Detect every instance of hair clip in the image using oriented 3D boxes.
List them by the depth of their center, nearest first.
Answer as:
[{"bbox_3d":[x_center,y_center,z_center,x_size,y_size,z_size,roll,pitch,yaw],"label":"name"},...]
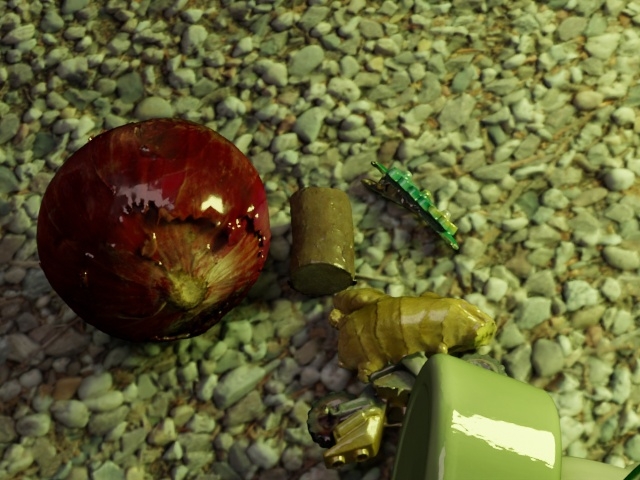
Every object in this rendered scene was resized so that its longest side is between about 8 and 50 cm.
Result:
[{"bbox_3d":[0.113,-0.049,2.065,0.049,0.049,0.173,-40,53,-12],"label":"hair clip"}]

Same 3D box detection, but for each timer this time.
[{"bbox_3d":[0.233,0.279,1.687,0.315,0.291,0.291,10,57,-4],"label":"timer"}]

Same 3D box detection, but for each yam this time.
[{"bbox_3d":[0.001,-0.002,2.048,0.084,0.084,0.127,-9,57,12],"label":"yam"}]

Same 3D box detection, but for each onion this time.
[{"bbox_3d":[-0.192,-0.013,1.999,0.276,0.276,0.276,-9,54,12],"label":"onion"}]

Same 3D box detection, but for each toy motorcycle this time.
[{"bbox_3d":[0.103,0.197,1.864,0.229,0.094,0.130,-15,52,-3],"label":"toy motorcycle"}]

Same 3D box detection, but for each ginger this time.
[{"bbox_3d":[0.091,0.105,1.943,0.205,0.081,0.115,4,26,30],"label":"ginger"}]

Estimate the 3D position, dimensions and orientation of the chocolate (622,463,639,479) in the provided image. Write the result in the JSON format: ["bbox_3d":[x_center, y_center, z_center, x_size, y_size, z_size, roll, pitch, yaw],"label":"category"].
[{"bbox_3d":[0.459,0.291,1.545,0.360,0.161,0.341,-41,95,-12],"label":"chocolate"}]
